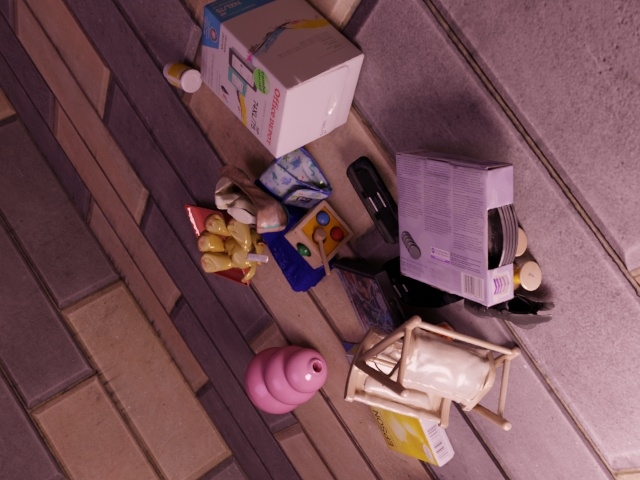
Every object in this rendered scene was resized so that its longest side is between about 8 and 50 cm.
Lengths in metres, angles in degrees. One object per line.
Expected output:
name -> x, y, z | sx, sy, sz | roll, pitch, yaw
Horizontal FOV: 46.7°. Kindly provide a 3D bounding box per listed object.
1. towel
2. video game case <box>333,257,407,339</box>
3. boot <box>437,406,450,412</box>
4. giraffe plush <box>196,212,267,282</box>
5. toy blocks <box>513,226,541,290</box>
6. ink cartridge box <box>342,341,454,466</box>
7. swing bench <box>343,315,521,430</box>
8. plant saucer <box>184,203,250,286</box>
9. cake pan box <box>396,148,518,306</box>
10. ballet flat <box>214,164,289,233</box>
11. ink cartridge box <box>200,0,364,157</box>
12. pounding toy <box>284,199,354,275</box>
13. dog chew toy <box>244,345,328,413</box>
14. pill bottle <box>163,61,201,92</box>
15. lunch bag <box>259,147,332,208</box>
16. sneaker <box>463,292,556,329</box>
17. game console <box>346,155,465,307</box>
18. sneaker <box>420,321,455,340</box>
towel -> -0.093, -0.018, 1.952 | 0.308, 0.076, 0.228 | 55, 152, 8
video game case -> 0.134, 0.169, 1.742 | 0.248, 0.035, 0.275 | 66, 165, -12
boot -> 0.287, 0.379, 1.759 | 0.118, 0.042, 0.087 | -3, 130, 40
giraffe plush -> -0.222, 0.009, 2.078 | 0.210, 0.170, 0.181 | 23, 104, 8
toy blocks -> 0.321, 0.036, 1.364 | 0.148, 0.054, 0.123 | -9, 110, 60
ink cartridge box -> 0.179, 0.419, 1.939 | 0.307, 0.072, 0.304 | -7, 111, 57
swing bench -> 0.222, 0.275, 1.512 | 0.253, 0.165, 0.254 | 19, 161, -19
plant saucer -> -0.316, 0.003, 2.360 | 0.258, 0.047, 0.259 | 13, 127, 53
cake pan box -> 0.240, -0.031, 1.339 | 0.267, 0.070, 0.246 | 19, 120, 57
ballet flat -> -0.203, -0.107, 1.876 | 0.316, 0.106, 0.108 | 33, 137, 46
ink cartridge box -> -0.084, -0.349, 1.498 | 0.270, 0.197, 0.198 | 47, 150, 21
pounding toy -> 0.000, 0.000, 1.735 | 0.130, 0.141, 0.100 | 48, 152, -7
dog chew toy -> -0.092, 0.409, 2.241 | 0.332, 0.206, 0.207 | -31, 89, 53
pill bottle -> -0.379, -0.448, 2.017 | 0.116, 0.065, 0.065 | 32, 141, 40
lunch bag -> -0.055, -0.141, 1.766 | 0.151, 0.096, 0.129 | 39, 155, -11
sneaker -> 0.344, 0.120, 1.367 | 0.170, 0.051, 0.089 | 16, 159, 23
game console -> 0.171, -0.018, 1.569 | 0.361, 0.044, 0.213 | 59, 150, -1
sneaker -> 0.237, 0.229, 1.667 | 0.064, 0.067, 0.175 | 52, 152, 10
